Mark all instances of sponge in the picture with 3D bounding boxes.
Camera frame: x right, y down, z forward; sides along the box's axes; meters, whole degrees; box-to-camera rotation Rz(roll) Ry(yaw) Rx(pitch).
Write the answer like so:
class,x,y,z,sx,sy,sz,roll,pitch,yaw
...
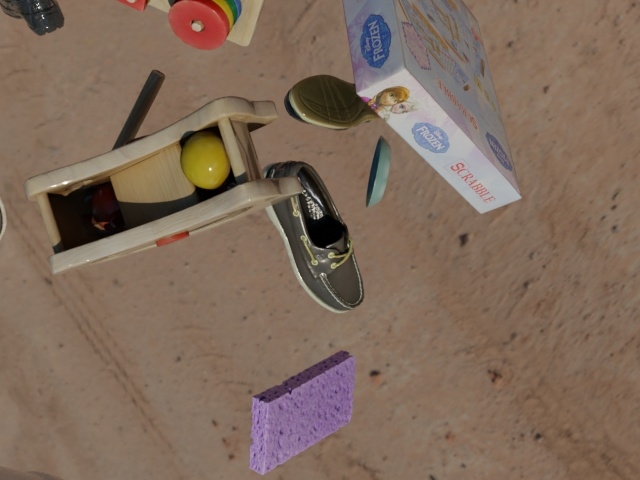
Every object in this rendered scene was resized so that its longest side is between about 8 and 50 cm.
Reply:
class,x,y,z,sx,sy,sz,roll,pitch,yaw
sponge,-0.023,0.250,1.336,0.031,0.210,0.117,16,113,35

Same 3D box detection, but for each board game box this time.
class,x,y,z,sx,sy,sz,roll,pitch,yaw
board game box,0.133,-0.238,1.139,0.066,0.318,0.318,-23,54,26

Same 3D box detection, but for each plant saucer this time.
class,x,y,z,sx,sy,sz,roll,pitch,yaw
plant saucer,0.095,-0.109,1.452,0.021,0.119,0.119,11,114,-2

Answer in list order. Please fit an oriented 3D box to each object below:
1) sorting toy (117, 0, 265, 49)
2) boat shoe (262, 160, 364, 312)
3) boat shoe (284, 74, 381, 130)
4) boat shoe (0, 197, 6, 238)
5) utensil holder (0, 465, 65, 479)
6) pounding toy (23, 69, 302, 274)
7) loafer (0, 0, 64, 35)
class,x,y,z,sx,sy,sz,roll,pitch,yaw
sorting toy,-0.196,-0.387,1.233,0.255,0.089,0.257,23,145,-3
boat shoe,0.000,0.000,1.165,0.068,0.081,0.228,-5,122,50
boat shoe,0.022,-0.191,1.304,0.073,0.223,0.080,-21,85,42
boat shoe,-0.558,-0.013,1.453,0.075,0.065,0.206,36,133,10
utensil holder,-0.567,0.442,1.227,0.327,0.385,0.328,-20,56,32
pounding toy,-0.154,-0.068,0.732,0.269,0.154,0.155,-19,89,40
loafer,-0.480,-0.401,1.477,0.223,0.076,0.078,38,150,47
